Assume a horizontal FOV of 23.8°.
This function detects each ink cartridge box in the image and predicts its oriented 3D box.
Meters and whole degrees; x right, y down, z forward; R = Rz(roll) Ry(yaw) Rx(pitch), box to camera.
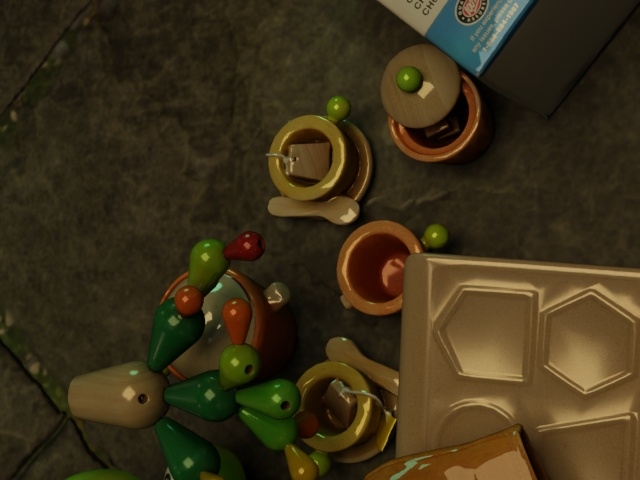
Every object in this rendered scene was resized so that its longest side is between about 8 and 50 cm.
[{"bbox_3d":[0.109,-0.235,1.114,0.232,0.168,0.171,42,103,24],"label":"ink cartridge box"}]

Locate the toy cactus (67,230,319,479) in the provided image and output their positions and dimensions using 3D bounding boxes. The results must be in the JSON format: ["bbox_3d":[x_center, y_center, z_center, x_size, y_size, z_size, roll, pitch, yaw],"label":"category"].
[{"bbox_3d":[-0.093,0.104,1.097,0.180,0.112,0.219,-3,105,24],"label":"toy cactus"}]

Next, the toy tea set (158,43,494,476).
[{"bbox_3d":[0.000,0.000,1.157,0.200,0.124,0.336,23,92,27],"label":"toy tea set"}]

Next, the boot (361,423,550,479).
[{"bbox_3d":[0.107,0.288,1.051,0.211,0.104,0.295,-20,93,15],"label":"boot"}]

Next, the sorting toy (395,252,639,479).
[{"bbox_3d":[0.155,0.110,1.090,0.208,0.038,0.193,5,96,23],"label":"sorting toy"}]

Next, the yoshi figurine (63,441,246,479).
[{"bbox_3d":[-0.155,0.325,1.147,0.203,0.203,0.362,3,80,33],"label":"yoshi figurine"}]
